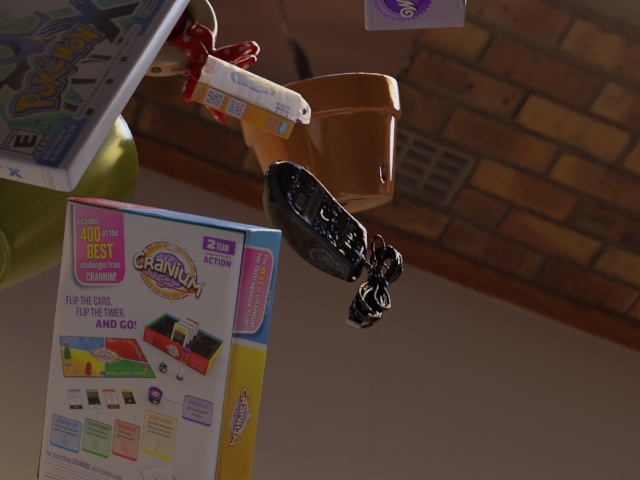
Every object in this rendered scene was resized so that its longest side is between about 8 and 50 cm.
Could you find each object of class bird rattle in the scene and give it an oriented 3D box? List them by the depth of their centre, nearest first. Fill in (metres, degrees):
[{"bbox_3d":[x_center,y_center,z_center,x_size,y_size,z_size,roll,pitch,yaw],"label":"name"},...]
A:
[{"bbox_3d":[-0.208,-0.270,1.307,0.254,0.143,0.207,-4,-120,-4],"label":"bird rattle"}]

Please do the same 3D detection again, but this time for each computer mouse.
[{"bbox_3d":[0.000,0.000,1.498,0.272,0.072,0.188,47,-145,-12],"label":"computer mouse"}]

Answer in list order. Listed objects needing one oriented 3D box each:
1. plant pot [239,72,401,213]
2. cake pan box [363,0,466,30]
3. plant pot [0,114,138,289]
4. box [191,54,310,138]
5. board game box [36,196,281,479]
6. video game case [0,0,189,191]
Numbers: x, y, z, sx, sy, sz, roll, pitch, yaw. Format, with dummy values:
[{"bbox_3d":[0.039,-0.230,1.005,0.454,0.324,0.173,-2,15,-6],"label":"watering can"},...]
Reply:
[{"bbox_3d":[0.013,-0.154,1.771,0.291,0.291,0.203,-5,-99,-33],"label":"plant pot"},{"bbox_3d":[0.050,-0.292,0.583,0.070,0.267,0.245,-1,-131,5],"label":"cake pan box"},{"bbox_3d":[-0.417,-0.057,1.331,0.275,0.274,0.293,25,-153,-4],"label":"plant pot"},{"bbox_3d":[-0.078,-0.164,1.169,0.136,0.028,0.081,24,-149,-11],"label":"box"},{"bbox_3d":[-0.175,0.127,1.054,0.242,0.316,0.064,11,-174,29],"label":"board game box"},{"bbox_3d":[-0.329,-0.203,1.052,0.300,0.036,0.329,12,-128,11],"label":"video game case"}]
